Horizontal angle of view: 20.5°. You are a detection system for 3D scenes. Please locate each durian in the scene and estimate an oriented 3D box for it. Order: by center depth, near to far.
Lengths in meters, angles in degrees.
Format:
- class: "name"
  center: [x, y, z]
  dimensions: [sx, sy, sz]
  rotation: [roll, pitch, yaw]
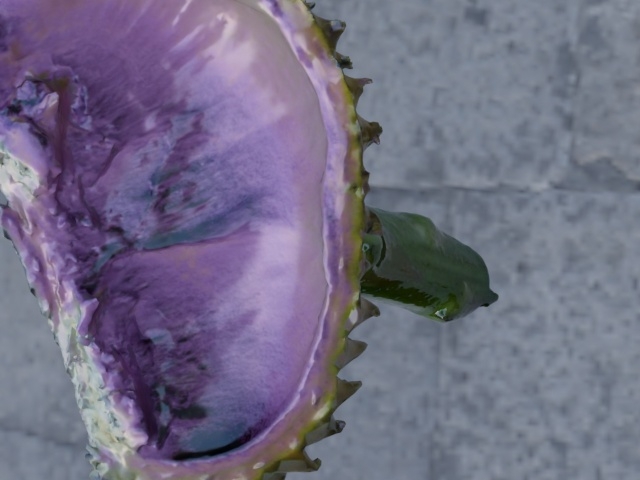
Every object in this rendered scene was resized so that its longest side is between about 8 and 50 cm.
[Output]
- class: "durian"
  center: [-0.061, -0.025, 0.878]
  dimensions: [0.112, 0.191, 0.341]
  rotation: [-111, 3, -74]

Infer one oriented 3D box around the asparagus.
- class: "asparagus"
  center: [-0.001, 0.002, 1.140]
  dimensions: [0.085, 0.343, 0.082]
  rotation: [19, 95, 39]
